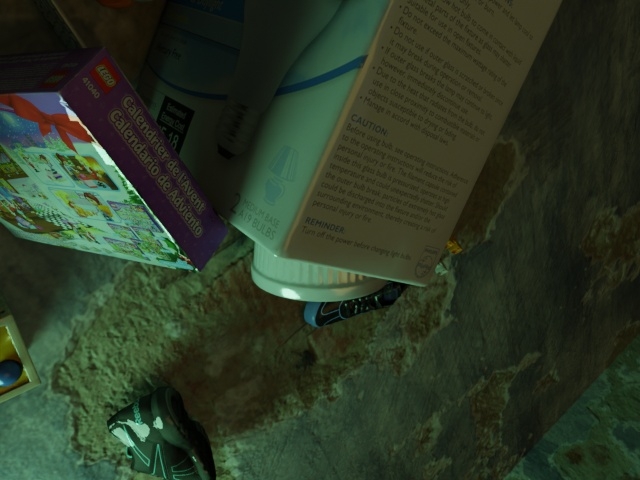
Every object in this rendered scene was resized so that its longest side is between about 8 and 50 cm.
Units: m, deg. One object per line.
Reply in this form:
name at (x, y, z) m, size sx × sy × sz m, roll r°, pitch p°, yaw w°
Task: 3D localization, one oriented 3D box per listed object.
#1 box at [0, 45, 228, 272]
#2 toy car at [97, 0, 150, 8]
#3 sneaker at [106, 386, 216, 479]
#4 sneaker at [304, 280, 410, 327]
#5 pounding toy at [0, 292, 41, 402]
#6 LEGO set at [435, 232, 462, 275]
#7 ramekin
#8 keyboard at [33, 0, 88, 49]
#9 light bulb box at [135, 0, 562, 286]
box at (-0.250, -0.071, 0.555) m, size 0.057 × 0.293 × 0.201 m, roll -61°, pitch 142°, yaw -30°
toy car at (-0.184, -0.316, 0.591) m, size 0.182 × 0.159 × 0.136 m, roll -60°, pitch 171°, yaw 4°
sneaker at (-0.241, 0.329, 0.955) m, size 0.106 × 0.101 × 0.267 m, roll -20°, pitch 130°, yaw -4°
sneaker at (0.082, 0.092, 1.080) m, size 0.232 × 0.090 × 0.081 m, roll -33°, pitch 132°, yaw -23°
pounding toy at (-0.404, 0.130, 0.672) m, size 0.130 × 0.100 × 0.141 m, roll -25°, pitch 128°, yaw -29°
LEGO set at (0.197, -0.021, 1.130) m, size 0.087 × 0.093 × 0.227 m, roll -32°, pitch 146°, yaw 21°
ramekin at (0.000, 0.000, 0.881) m, size 0.207 × 0.207 × 0.108 m, roll -14°, pitch 112°, yaw -35°
keyboard at (-0.264, -0.220, 0.609) m, size 0.014 × 0.072 × 0.256 m, roll -39°, pitch 134°, yaw -13°
light bulb box at (0.004, -0.195, 0.652) m, size 0.225 × 0.358 × 0.360 m, roll 13°, pitch 104°, yaw -46°
